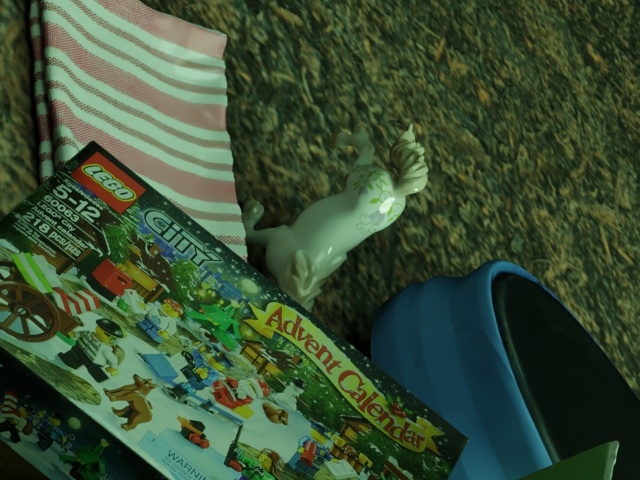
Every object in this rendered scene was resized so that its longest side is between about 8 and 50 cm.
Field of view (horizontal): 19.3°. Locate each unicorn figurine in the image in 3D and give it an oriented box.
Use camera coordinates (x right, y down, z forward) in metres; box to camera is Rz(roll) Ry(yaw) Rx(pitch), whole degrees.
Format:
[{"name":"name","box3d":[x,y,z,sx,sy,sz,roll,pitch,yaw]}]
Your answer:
[{"name":"unicorn figurine","box3d":[0.000,0.000,1.092,0.060,0.162,0.111,31,15,-31]}]

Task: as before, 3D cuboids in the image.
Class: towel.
[{"name":"towel","box3d":[-0.100,-0.061,1.059,0.144,0.029,0.197,24,47,-43]}]

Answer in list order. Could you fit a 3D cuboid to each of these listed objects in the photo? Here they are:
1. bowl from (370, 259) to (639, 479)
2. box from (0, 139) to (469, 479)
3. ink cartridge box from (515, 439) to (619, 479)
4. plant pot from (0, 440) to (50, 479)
[{"name":"bowl","box3d":[0.169,0.182,1.097,0.391,0.077,0.391,51,16,-21]},{"name":"box","box3d":[-0.056,0.070,0.842,0.233,0.044,0.159,38,33,0]},{"name":"ink cartridge box","box3d":[0.038,0.198,0.849,0.056,0.235,0.171,52,33,-22]},{"name":"plant pot","box3d":[-0.121,0.175,0.790,0.236,0.032,0.236,24,42,-23]}]
